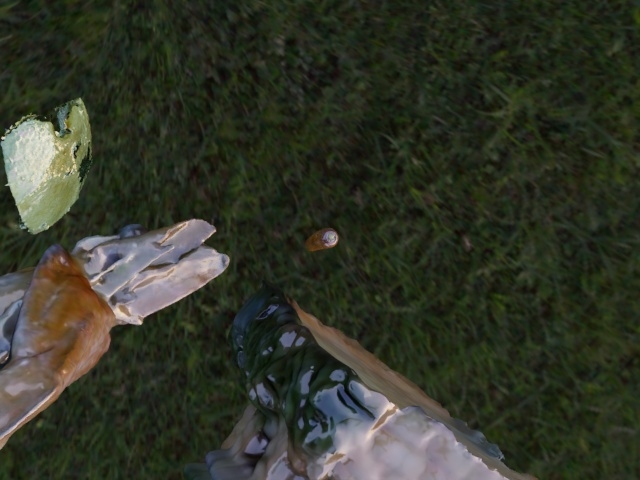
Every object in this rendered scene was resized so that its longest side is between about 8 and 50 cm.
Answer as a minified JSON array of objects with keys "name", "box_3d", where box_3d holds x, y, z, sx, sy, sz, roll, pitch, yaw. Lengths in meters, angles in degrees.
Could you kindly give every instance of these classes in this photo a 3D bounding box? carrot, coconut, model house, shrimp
[{"name":"carrot","box_3d":[0.000,0.000,1.681,0.032,0.093,0.032,2,83,-19]},{"name":"coconut","box_3d":[-0.228,-0.063,0.964,0.055,0.158,0.133,12,117,0]},{"name":"model house","box_3d":[-0.008,0.317,1.172,0.395,0.445,0.400,34,91,-22]},{"name":"shrimp","box_3d":[-0.177,0.071,0.646,0.317,0.168,0.077,-33,119,-25]}]
